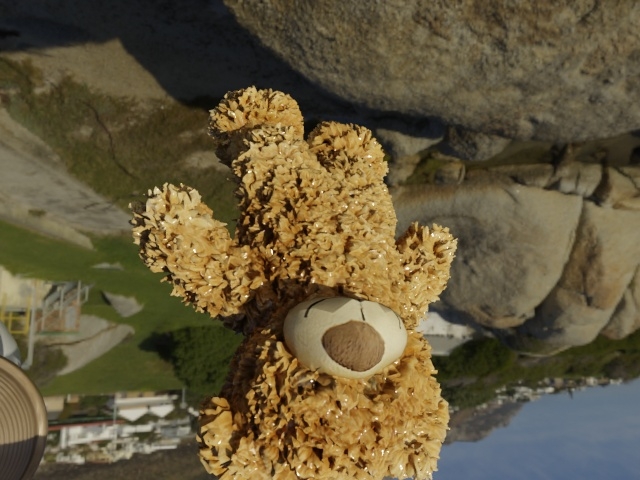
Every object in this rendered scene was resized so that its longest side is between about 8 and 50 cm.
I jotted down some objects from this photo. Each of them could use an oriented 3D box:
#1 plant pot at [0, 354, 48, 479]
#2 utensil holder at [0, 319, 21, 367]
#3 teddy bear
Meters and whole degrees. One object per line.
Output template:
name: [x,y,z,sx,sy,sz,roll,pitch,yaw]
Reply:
plant pot: [-0.470,0.253,0.693,0.237,0.238,0.109,4,171,-23]
utensil holder: [-0.730,0.171,0.937,0.327,0.328,0.386,1,143,-4]
teddy bear: [0.000,0.000,0.406,0.245,0.338,0.113,34,128,-15]
